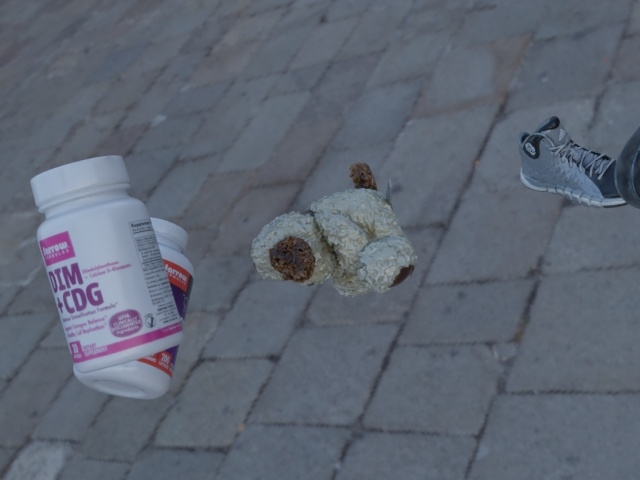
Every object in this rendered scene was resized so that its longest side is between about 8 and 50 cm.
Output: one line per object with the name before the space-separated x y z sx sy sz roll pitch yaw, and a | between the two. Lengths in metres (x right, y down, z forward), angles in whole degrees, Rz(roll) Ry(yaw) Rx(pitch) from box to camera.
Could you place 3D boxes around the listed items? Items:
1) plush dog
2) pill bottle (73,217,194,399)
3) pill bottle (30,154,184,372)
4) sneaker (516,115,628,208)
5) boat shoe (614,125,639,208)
plush dog | 0.000 0.000 1.536 0.225 0.210 0.262 -16 -1 -15
pill bottle | -0.343 0.126 1.846 0.182 0.181 0.322 -8 61 35
pill bottle | -0.308 0.032 1.387 0.160 0.283 0.160 -17 0 0
sneaker | 0.401 -0.132 1.538 0.229 0.132 0.086 13 48 44
boat shoe | 0.327 -0.119 0.627 0.335 0.121 0.119 -28 16 -17
